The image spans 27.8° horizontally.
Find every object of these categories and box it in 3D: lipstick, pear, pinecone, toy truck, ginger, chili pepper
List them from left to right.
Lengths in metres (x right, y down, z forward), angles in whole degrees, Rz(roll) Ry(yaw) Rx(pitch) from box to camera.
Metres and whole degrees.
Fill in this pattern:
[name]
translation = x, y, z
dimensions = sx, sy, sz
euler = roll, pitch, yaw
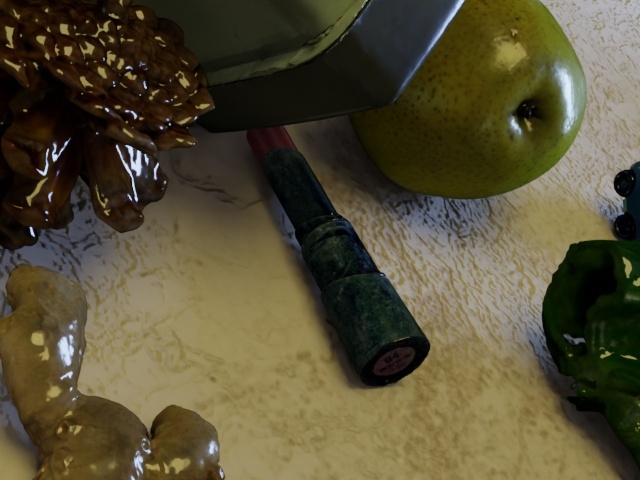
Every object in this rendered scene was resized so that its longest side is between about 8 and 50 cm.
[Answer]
[pinecone]
translation = -0.168, -0.074, 0.785
dimensions = 0.179, 0.195, 0.150
euler = -46, 124, -65
[ginger]
translation = -0.110, 0.118, 0.720
dimensions = 0.149, 0.065, 0.258
euler = 16, 34, -40
[lipstick]
translation = 0.000, 0.000, 0.933
dimensions = 0.053, 0.053, 0.234
euler = -1, 46, -36
[pear]
translation = 0.115, -0.119, 1.035
dimensions = 0.198, 0.198, 0.198
euler = 20, 40, -18
[toy truck]
translation = 0.305, -0.005, 1.146
dimensions = 0.063, 0.074, 0.136
euler = -4, 92, -36
[chili pepper]
translation = 0.353, 0.116, 0.960
dimensions = 0.385, 0.167, 0.213
euler = 20, 38, -15

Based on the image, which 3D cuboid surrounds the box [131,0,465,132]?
[box]
translation = -0.030, -0.192, 0.897
dimensions = 0.166, 0.290, 0.220
euler = 45, 67, -26
